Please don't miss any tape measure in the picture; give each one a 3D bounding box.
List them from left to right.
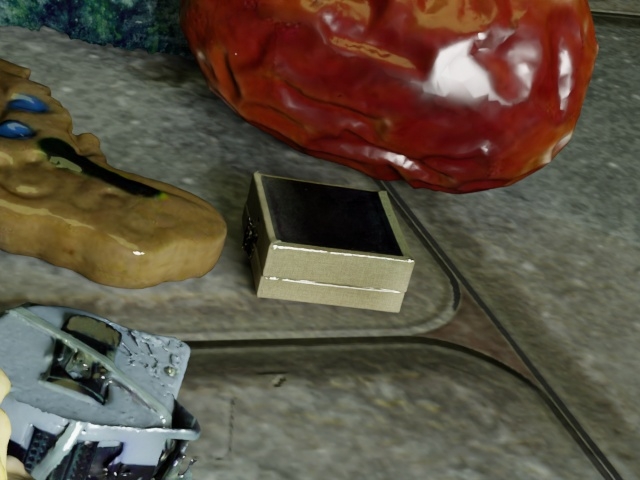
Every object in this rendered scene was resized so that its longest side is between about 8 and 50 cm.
[{"bbox_3d":[-0.098,0.067,0.556,0.094,0.054,0.091,15,29,-20],"label":"tape measure"}]

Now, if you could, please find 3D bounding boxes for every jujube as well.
[{"bbox_3d":[0.042,-0.125,0.845,0.250,0.174,0.174,22,28,-1],"label":"jujube"}]

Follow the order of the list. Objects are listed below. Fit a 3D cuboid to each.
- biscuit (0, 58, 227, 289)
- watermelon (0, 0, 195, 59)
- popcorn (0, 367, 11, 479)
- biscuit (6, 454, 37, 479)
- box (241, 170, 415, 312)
[{"bbox_3d":[-0.199,-0.053,0.737,0.319,0.047,0.183,26,33,18],"label":"biscuit"},{"bbox_3d":[-0.163,-0.210,0.984,0.318,0.148,0.226,7,8,15],"label":"watermelon"},{"bbox_3d":[-0.164,0.089,0.378,0.180,0.180,0.170,42,3,40],"label":"popcorn"},{"bbox_3d":[-0.133,0.092,0.493,0.219,0.055,0.061,32,22,29],"label":"biscuit"},{"bbox_3d":[0.000,0.000,0.740,0.083,0.035,0.079,7,29,-15],"label":"box"}]
